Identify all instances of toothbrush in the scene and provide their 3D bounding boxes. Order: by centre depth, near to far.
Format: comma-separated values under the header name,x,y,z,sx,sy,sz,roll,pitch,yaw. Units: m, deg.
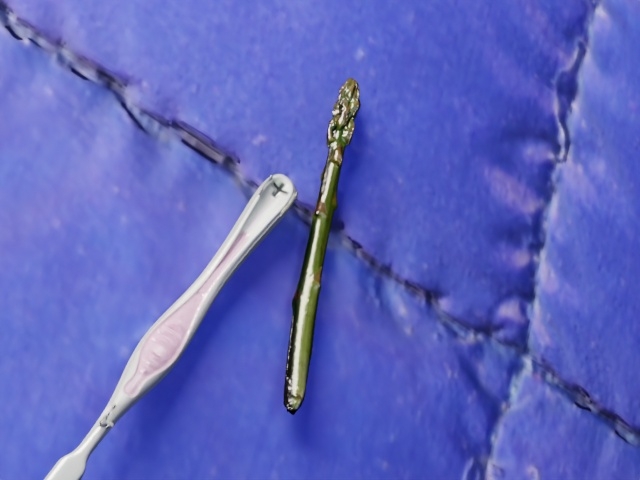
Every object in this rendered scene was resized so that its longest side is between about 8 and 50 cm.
name,x,y,z,sx,sy,sz,roll,pitch,yaw
toothbrush,-0.060,0.038,0.790,0.017,0.022,0.204,40,52,-6

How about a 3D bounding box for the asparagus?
name,x,y,z,sx,sy,sz,roll,pitch,yaw
asparagus,0.000,0.000,0.859,0.016,0.013,0.166,8,65,4
